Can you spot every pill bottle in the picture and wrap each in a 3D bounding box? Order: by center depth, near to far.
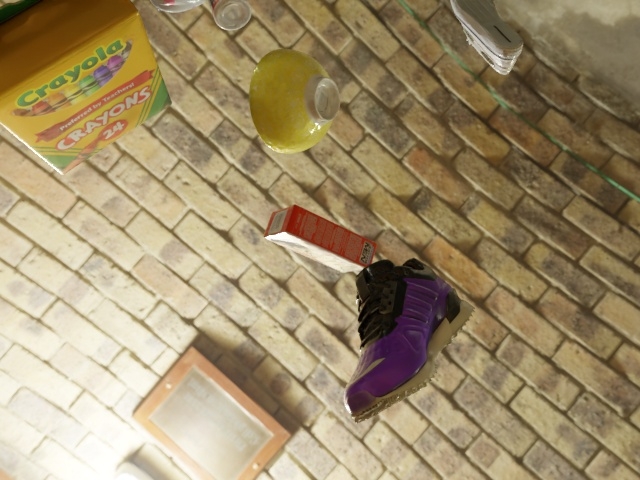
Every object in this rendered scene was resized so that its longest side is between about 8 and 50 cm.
[{"bbox_3d":[-0.268,-0.692,1.589,0.108,0.107,0.180,45,-160,-60],"label":"pill bottle"}]

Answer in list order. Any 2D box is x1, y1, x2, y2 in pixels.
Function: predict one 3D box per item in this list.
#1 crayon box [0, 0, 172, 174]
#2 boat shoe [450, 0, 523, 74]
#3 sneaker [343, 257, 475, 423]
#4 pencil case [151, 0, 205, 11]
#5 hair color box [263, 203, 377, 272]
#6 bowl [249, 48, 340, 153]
[{"bbox_3d":[-0.312,-0.207,0.710,0.081,0.202,0.318,53,170,4],"label":"crayon box"},{"bbox_3d":[0.317,-0.420,1.125,0.076,0.083,0.226,92,163,-56],"label":"boat shoe"},{"bbox_3d":[0.084,0.105,0.715,0.146,0.102,0.293,52,-146,5],"label":"sneaker"},{"bbox_3d":[-0.258,-0.531,0.954,0.124,0.113,0.273,48,155,21],"label":"pencil case"},{"bbox_3d":[0.000,0.000,0.952,0.167,0.054,0.093,26,163,-24],"label":"hair color box"},{"bbox_3d":[-0.040,-0.383,1.547,0.155,0.290,0.289,6,155,38],"label":"bowl"}]
